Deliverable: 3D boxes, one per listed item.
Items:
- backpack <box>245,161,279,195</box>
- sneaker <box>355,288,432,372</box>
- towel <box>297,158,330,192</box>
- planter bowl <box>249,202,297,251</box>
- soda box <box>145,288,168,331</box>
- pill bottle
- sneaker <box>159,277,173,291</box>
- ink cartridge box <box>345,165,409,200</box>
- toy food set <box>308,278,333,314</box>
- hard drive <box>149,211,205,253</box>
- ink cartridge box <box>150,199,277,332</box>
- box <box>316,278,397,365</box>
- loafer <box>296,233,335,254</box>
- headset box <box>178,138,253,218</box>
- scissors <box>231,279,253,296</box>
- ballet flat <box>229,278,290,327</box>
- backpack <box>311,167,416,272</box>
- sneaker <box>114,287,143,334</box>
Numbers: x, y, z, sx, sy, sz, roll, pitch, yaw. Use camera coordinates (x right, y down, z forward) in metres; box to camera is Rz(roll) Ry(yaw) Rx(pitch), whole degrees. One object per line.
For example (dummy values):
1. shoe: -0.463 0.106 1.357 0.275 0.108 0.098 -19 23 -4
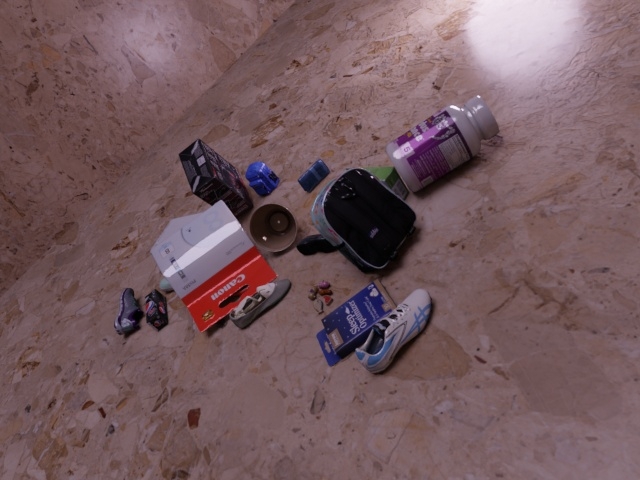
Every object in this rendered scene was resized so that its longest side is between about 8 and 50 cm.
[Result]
1. backpack: -0.236 -0.247 2.177 0.097 0.120 0.101 -16 39 30
2. sneaker: 0.174 0.199 1.278 0.237 0.086 0.085 -48 32 -16
3. towel: -0.024 -0.236 2.004 0.119 0.067 0.029 -45 32 -8
4. planter bowl: -0.148 -0.053 1.851 0.162 0.162 0.109 -30 7 14
5. soda box: -0.596 0.251 1.995 0.053 0.060 0.169 -38 33 4
6. pill bottle: 0.354 -0.284 1.598 0.301 0.169 0.169 -32 34 11
7. sneaker: -0.536 0.078 2.058 0.255 0.151 0.094 -35 35 10
8. ink cartridge box: 0.160 -0.168 1.705 0.209 0.109 0.062 7 54 48
9. toy food set: 0.001 0.151 1.564 0.078 0.019 0.122 -39 33 1
10. hard drive: -0.571 -0.029 2.323 0.307 0.040 0.203 -8 45 38
11. ink cartridge box: -0.365 0.074 1.839 0.308 0.091 0.385 -36 49 -7
12. box: 0.086 0.208 1.401 0.225 0.036 0.136 -38 33 5
13. loafer: 0.000 0.000 1.709 0.170 0.062 0.061 -5 41 39
14. headset box: -0.396 -0.227 2.148 0.110 0.293 0.218 -34 58 12
15. scissors: -0.341 0.168 1.877 0.296 0.021 0.109 -19 40 26
16. ballet flat: -0.186 0.180 1.669 0.213 0.068 0.072 -41 33 -3
17. backpack: 0.104 -0.064 1.509 0.225 0.253 0.191 -53 15 -17
18. sneaker: -0.715 0.265 2.102 0.098 0.083 0.224 -13 42 3
